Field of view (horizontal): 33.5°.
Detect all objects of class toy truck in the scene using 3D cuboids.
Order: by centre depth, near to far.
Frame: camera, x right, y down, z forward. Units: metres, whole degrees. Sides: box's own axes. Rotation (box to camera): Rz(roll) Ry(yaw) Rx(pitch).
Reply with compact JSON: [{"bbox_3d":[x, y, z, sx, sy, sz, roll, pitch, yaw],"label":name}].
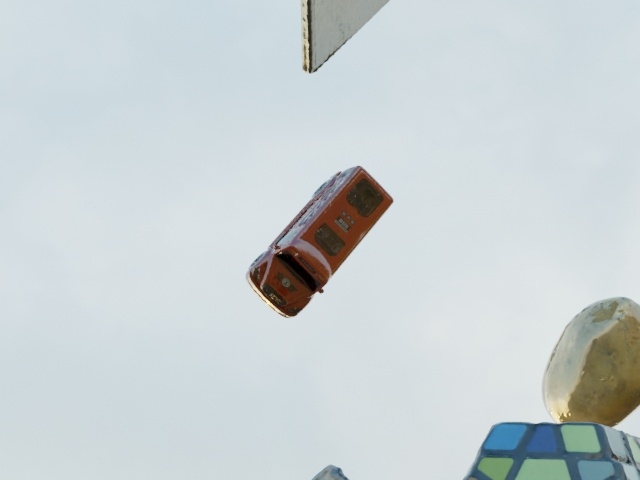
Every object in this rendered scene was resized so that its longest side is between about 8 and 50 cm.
[{"bbox_3d":[0.000,0.000,1.675,0.107,0.253,0.114,45,-25,-10],"label":"toy truck"}]

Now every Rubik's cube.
[{"bbox_3d":[0.113,0.145,0.502,0.112,0.133,0.133,-39,-49,26],"label":"Rubik's cube"}]

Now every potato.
[{"bbox_3d":[0.269,0.119,1.004,0.112,0.112,0.147,14,-54,-27],"label":"potato"}]

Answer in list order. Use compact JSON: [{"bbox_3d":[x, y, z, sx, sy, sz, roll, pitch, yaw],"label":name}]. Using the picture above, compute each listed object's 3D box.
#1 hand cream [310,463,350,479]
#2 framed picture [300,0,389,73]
[{"bbox_3d":[-0.054,0.166,0.296,0.235,0.086,0.055,-36,-25,-23],"label":"hand cream"},{"bbox_3d":[0.062,-0.347,0.975,0.265,0.016,0.347,-47,-23,-27],"label":"framed picture"}]
